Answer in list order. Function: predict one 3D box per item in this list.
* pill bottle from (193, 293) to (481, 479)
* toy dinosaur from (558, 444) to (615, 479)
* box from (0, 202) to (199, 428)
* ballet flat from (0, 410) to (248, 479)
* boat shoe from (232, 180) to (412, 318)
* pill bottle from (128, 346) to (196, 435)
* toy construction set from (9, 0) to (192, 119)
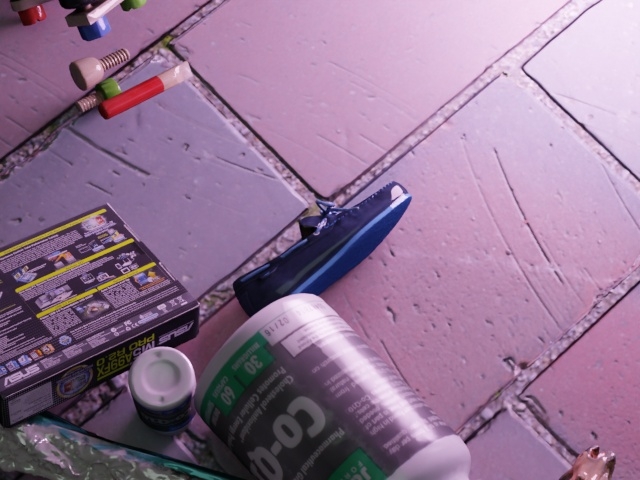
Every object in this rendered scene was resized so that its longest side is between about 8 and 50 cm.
[{"bbox_3d":[0.041,0.248,1.712,0.204,0.204,0.361,-40,67,-16],"label":"pill bottle"},{"bbox_3d":[0.266,0.356,1.693,0.295,0.200,0.127,-24,102,-30],"label":"toy dinosaur"},{"bbox_3d":[-0.313,0.083,1.796,0.270,0.060,0.216,-26,52,-29],"label":"box"},{"bbox_3d":[-0.269,0.281,1.761,0.409,0.147,0.147,19,68,11],"label":"ballet flat"},{"bbox_3d":[0.000,0.000,1.884,0.258,0.109,0.089,-38,70,-17],"label":"boat shoe"},{"bbox_3d":[-0.185,0.184,1.786,0.078,0.137,0.078,0,67,-1],"label":"pill bottle"},{"bbox_3d":[-0.263,-0.337,1.973,0.237,0.257,0.309,-29,92,-25],"label":"toy construction set"}]
